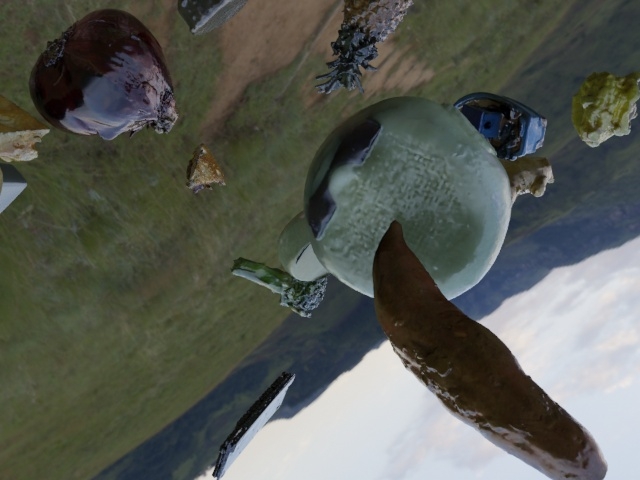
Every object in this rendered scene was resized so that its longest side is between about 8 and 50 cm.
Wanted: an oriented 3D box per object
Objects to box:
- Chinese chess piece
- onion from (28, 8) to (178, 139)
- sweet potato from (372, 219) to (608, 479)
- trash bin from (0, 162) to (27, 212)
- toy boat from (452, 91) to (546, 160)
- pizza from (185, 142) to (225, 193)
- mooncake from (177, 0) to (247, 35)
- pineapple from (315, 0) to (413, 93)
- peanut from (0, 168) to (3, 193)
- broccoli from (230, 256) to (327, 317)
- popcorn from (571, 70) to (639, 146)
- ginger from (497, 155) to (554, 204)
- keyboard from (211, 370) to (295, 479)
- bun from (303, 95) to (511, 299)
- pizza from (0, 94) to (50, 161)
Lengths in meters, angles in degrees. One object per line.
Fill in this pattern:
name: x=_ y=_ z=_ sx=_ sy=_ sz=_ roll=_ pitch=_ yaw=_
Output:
Chinese chess piece: x=0.000 y=0.000 z=1.126 sx=0.188 sy=0.083 sz=0.188 roll=-27 pitch=150 yaw=-17
onion: x=-0.431 y=-0.311 z=1.068 sx=0.280 sy=0.221 sz=0.281 roll=-15 pitch=138 yaw=-14
sweet potato: x=0.139 y=0.120 z=0.583 sx=0.106 sy=0.355 sz=0.095 roll=-46 pitch=138 yaw=12
trash bin: x=-0.890 y=-0.124 z=1.383 sx=0.176 sy=0.101 sz=0.236 roll=-44 pitch=180 yaw=7
toy boat: x=0.277 y=-0.196 z=0.913 sx=0.097 sy=0.223 sz=0.100 roll=-4 pitch=114 yaw=-19
pizza: x=-0.390 y=-0.213 z=1.756 sx=0.069 sy=0.154 sz=0.194 roll=-15 pitch=-155 yaw=26
mooncake: x=-0.323 y=-0.723 z=1.617 sx=0.228 sy=0.124 sz=0.228 roll=-35 pitch=-167 yaw=9
pineapple: x=0.098 y=-0.520 z=1.386 sx=0.341 sy=0.169 sz=0.169 roll=-60 pitch=168 yaw=10
peanut: x=-0.686 y=-0.077 z=0.885 sx=0.387 sy=0.169 sz=0.192 roll=-64 pitch=165 yaw=-64
broccoli: x=-0.114 y=0.118 z=1.609 sx=0.198 sy=0.274 sz=0.177 roll=66 pitch=35 yaw=-64
popcorn: x=0.737 y=-0.339 z=1.397 sx=0.197 sy=0.155 sz=0.198 roll=11 pitch=90 yaw=-80
ginger: x=0.380 y=-0.122 z=1.207 sx=0.363 sy=0.347 sz=0.122 roll=-87 pitch=-176 yaw=-48
keyboard: x=-0.097 y=0.269 z=0.814 sx=0.072 sy=0.023 sz=0.231 roll=-67 pitch=168 yaw=16
bun: x=0.127 y=-0.060 z=0.781 sx=0.293 sy=0.293 sz=0.187 roll=-45 pitch=180 yaw=31
pizza: x=-0.342 y=-0.107 z=0.527 sx=0.175 sy=0.134 sz=0.046 roll=-96 pitch=-153 yaw=-59
